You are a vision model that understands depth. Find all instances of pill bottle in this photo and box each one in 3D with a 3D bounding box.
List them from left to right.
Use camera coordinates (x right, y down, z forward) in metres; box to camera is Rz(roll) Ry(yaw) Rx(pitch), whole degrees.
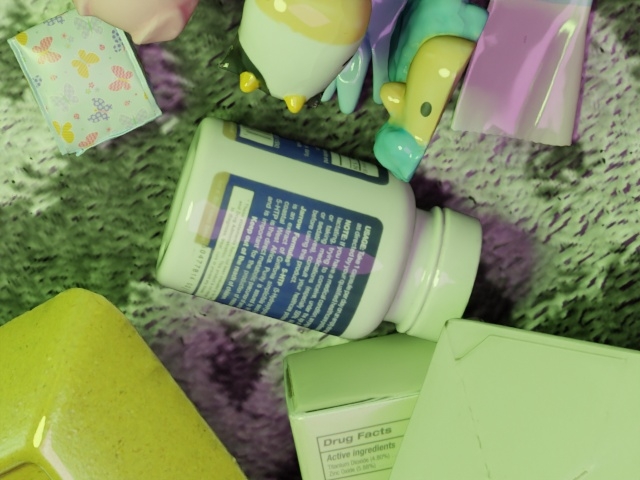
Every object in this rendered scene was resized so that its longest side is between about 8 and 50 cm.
[{"bbox_3d":[0.000,0.000,1.170,0.186,0.112,0.112,17,103,-8],"label":"pill bottle"}]

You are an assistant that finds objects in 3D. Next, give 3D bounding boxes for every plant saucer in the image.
[{"bbox_3d":[-0.175,0.234,1.170,0.333,0.081,0.333,-28,107,29],"label":"plant saucer"}]

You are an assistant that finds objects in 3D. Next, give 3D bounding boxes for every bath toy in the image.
[{"bbox_3d":[-0.081,-0.160,1.091,0.348,0.151,0.129,25,94,-3],"label":"bath toy"}]

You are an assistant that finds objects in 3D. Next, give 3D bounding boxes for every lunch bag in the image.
[{"bbox_3d":[-0.146,-0.101,1.164,0.071,0.053,0.083,-25,95,0],"label":"lunch bag"}]

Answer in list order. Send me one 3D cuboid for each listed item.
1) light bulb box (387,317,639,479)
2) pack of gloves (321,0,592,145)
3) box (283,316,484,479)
[{"bbox_3d":[0.203,0.278,1.086,0.361,0.225,0.358,26,80,-36],"label":"light bulb box"},{"bbox_3d":[0.085,-0.179,1.164,0.195,0.046,0.232,7,104,-7],"label":"pack of gloves"},{"bbox_3d":[0.073,0.222,1.229,0.148,0.121,0.311,-10,105,-2],"label":"box"}]
